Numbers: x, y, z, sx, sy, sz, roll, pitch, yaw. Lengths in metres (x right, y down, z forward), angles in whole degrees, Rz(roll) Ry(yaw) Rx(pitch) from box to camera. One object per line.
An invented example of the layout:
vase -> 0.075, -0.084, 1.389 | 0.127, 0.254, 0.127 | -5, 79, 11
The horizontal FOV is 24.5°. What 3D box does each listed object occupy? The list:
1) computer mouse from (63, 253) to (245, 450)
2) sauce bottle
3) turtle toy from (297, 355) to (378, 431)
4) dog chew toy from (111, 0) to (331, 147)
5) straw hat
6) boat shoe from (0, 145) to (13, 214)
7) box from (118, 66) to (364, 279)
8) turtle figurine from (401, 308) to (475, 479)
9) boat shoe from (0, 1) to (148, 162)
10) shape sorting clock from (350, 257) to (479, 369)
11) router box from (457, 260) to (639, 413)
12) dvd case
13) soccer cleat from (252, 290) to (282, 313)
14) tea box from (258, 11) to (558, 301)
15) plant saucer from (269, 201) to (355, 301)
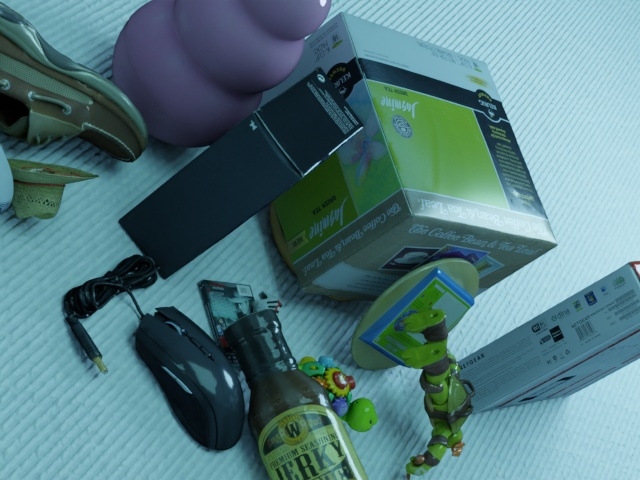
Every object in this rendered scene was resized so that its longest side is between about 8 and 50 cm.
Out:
computer mouse -> -0.183, 0.134, 1.708 | 0.184, 0.060, 0.262 | -22, 79, -56
sauce bottle -> -0.020, 0.249, 1.766 | 0.111, 0.111, 0.344 | -7, 66, -53
turtle toy -> 0.016, 0.200, 1.885 | 0.130, 0.066, 0.095 | 43, 36, -17
dog chew toy -> -0.115, -0.262, 1.883 | 0.207, 0.332, 0.206 | 32, 40, -31
straw hat -> -0.326, -0.055, 1.679 | 0.144, 0.144, 0.061 | 0, 100, -50
boat shoe -> -0.478, -0.165, 1.559 | 0.156, 0.136, 0.367 | -31, 96, -53
box -> -0.097, -0.083, 1.815 | 0.103, 0.261, 0.184 | 54, 35, -2
turtle figurine -> 0.158, 0.215, 1.947 | 0.269, 0.087, 0.217 | -66, 150, -46
boat shoe -> -0.341, -0.169, 1.747 | 0.324, 0.123, 0.116 | 36, 71, -40
shape sorting clock -> 0.127, 0.100, 1.992 | 0.206, 0.206, 0.040 | 3, 36, -49
router box -> 0.408, 0.140, 2.177 | 0.301, 0.335, 0.082 | -1, 62, -52
dvd case -> -0.106, 0.107, 1.865 | 0.087, 0.013, 0.119 | 8, 56, -47
soccer cleat -> -0.075, 0.094, 1.879 | 0.035, 0.029, 0.083 | 39, 33, -8
tea box -> 0.110, -0.098, 2.051 | 0.329, 0.220, 0.323 | 11, 53, -46
plant saucer -> 0.000, 0.000, 2.064 | 0.200, 0.037, 0.200 | 32, 40, -31
